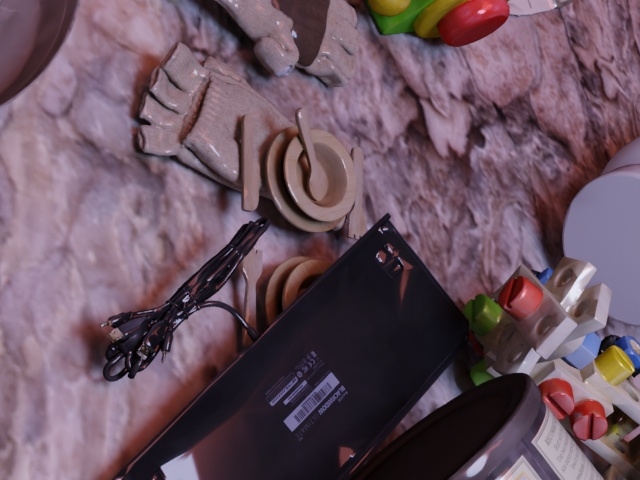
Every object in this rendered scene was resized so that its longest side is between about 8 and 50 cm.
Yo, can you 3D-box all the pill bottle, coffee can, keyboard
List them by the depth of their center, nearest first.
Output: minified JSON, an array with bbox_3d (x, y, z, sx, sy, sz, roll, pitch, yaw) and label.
[{"bbox_3d":[0.147,0.261,1.017,0.275,0.201,0.201,52,44,-4],"label":"coffee can"},{"bbox_3d":[-0.037,0.087,1.043,0.201,0.033,0.317,52,55,-7],"label":"keyboard"},{"bbox_3d":[0.381,-0.030,1.395,0.334,0.188,0.188,-20,80,-45],"label":"pill bottle"}]

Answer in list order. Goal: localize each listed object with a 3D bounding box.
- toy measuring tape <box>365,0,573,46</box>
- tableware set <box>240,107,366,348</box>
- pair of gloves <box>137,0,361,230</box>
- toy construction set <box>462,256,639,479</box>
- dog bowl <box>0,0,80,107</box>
[{"bbox_3d":[0.170,-0.253,1.399,0.330,0.121,0.121,-14,76,-44],"label":"toy measuring tape"},{"bbox_3d":[0.000,0.000,1.130,0.128,0.039,0.194,13,69,-39],"label":"tableware set"},{"bbox_3d":[-0.053,-0.141,1.195,0.204,0.042,0.240,23,58,-35],"label":"pair of gloves"},{"bbox_3d":[0.216,0.136,1.166,0.328,0.151,0.215,52,21,-28],"label":"toy construction set"},{"bbox_3d":[-0.331,-0.205,0.952,0.348,0.102,0.349,20,55,-30],"label":"dog bowl"}]
